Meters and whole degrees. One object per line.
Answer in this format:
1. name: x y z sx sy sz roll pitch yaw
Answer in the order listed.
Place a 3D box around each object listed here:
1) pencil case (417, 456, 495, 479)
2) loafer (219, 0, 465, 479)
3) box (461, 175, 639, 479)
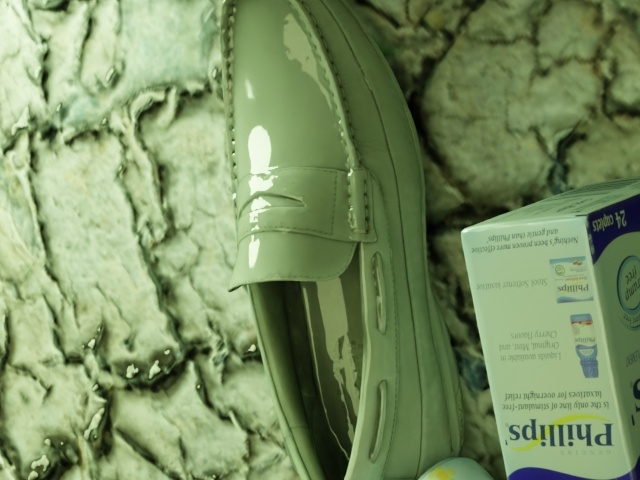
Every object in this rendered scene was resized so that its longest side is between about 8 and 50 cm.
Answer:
1. pencil case: 0.147 0.224 0.765 0.273 0.124 0.113 31 102 29
2. loafer: 0.000 0.000 0.830 0.112 0.111 0.319 -16 91 40
3. box: 0.141 0.045 0.718 0.072 0.126 0.137 -7 97 38
